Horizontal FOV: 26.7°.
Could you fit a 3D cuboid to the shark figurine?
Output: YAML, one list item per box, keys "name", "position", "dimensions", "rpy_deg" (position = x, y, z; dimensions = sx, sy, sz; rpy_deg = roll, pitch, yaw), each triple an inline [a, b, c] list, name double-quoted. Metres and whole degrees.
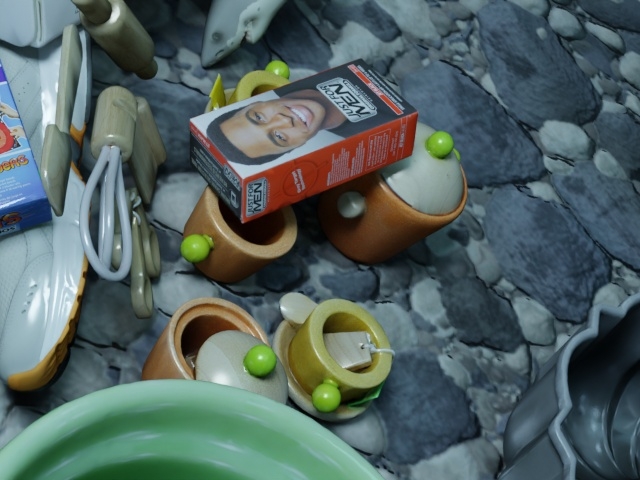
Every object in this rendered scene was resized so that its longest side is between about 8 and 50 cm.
- name: "shark figurine"
  position: [-0.022, -0.272, 1.098]
  dimensions: [0.116, 0.166, 0.278]
  rpy_deg: [36, 42, 3]

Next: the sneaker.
- name: "sneaker"
  position: [-0.205, -0.027, 0.833]
  dimensions: [0.121, 0.099, 0.262]
  rpy_deg: [3, 57, -15]

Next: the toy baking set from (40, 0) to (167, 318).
- name: "toy baking set"
  position: [-0.121, -0.059, 0.828]
  dimensions: [0.030, 0.256, 0.196]
  rpy_deg: [-8, 75, 5]

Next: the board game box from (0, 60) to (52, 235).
- name: "board game box"
  position: [-0.269, -0.047, 0.760]
  dimensions: [0.201, 0.035, 0.136]
  rpy_deg: [-17, 69, -15]

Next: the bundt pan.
- name: "bundt pan"
  position: [0.260, 0.210, 0.981]
  dimensions: [0.331, 0.124, 0.330]
  rpy_deg: [21, 48, -25]

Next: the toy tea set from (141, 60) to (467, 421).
- name: "toy tea set"
  position: [0.000, 0.000, 0.932]
  dimensions: [0.200, 0.124, 0.336]
  rpy_deg: [30, 45, -17]

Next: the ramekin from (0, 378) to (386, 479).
- name: "ramekin"
  position: [-0.077, 0.237, 0.680]
  dimensions: [0.303, 0.148, 0.303]
  rpy_deg: [21, 48, -25]

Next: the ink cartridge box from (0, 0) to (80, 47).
- name: "ink cartridge box"
  position: [-0.190, -0.254, 0.922]
  dimensions: [0.197, 0.114, 0.273]
  rpy_deg: [19, 39, 20]

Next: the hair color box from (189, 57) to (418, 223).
- name: "hair color box"
  position: [-0.011, -0.070, 0.919]
  dimensions: [0.141, 0.043, 0.072]
  rpy_deg: [-24, 51, -26]
